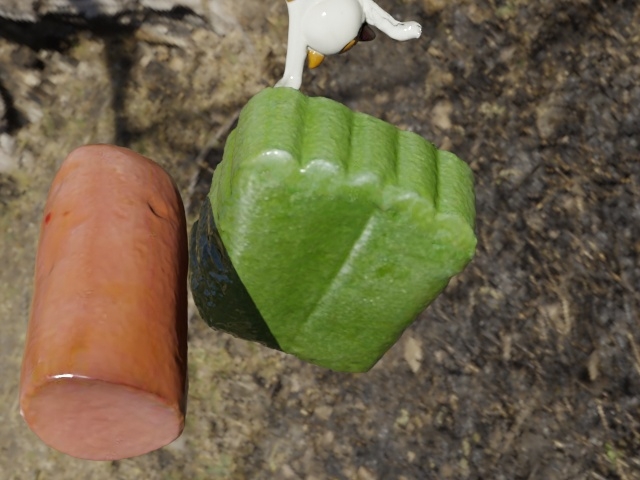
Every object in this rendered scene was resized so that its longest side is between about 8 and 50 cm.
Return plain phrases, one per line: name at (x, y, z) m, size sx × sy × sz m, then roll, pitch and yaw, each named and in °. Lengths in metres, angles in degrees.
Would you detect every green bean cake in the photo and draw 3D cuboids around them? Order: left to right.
green bean cake at (0.000, 0.000, 0.893) m, size 0.125 × 0.222 × 0.248 m, roll -86°, pitch 21°, yaw -46°

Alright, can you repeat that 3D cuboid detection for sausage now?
sausage at (-0.148, 0.028, 0.703) m, size 0.113 × 0.113 × 0.259 m, roll -37°, pitch 36°, yaw 23°

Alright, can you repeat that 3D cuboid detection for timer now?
timer at (-0.025, -0.263, 0.828) m, size 0.175 × 0.266 × 0.175 m, roll -19°, pitch 25°, yaw 9°
